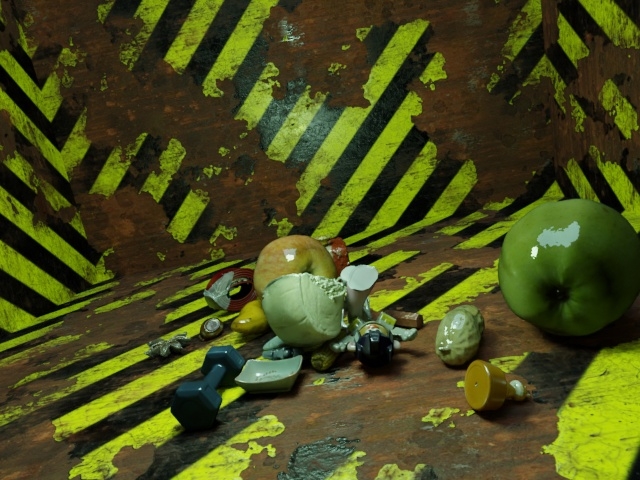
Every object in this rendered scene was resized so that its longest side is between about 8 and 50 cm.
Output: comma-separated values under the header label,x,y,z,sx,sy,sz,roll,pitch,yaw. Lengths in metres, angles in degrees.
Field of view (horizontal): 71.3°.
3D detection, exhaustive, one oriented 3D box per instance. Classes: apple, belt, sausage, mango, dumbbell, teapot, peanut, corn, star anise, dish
label,x,y,z,sx,sy,sz,roll,pitch,yaw
apple,0.828,0.095,1.501,0.473,0.474,0.473,-11,12,2
belt,-0.472,0.269,2.405,0.115,0.227,0.324,-5,13,42
sausage,0.331,0.317,1.815,0.169,0.065,0.065,-1,16,44
apple,-0.111,0.161,2.039,0.391,0.391,0.346,-19,9,-33
mango,-0.302,0.365,2.059,0.177,0.120,0.295,0,16,14
dumbbell,-0.368,0.482,1.497,0.144,0.160,0.325,21,16,2
teapot,-0.518,0.423,2.109,0.098,0.078,0.129,34,46,14
peanut,0.482,0.303,1.523,0.143,0.159,0.291,24,27,23
corn,0.042,0.403,1.654,0.080,0.080,0.231,-4,11,30
star anise,-0.684,0.482,2.012,0.208,0.063,0.172,-13,15,-24
dish,-0.170,0.469,1.536,0.212,0.077,0.151,-9,10,13

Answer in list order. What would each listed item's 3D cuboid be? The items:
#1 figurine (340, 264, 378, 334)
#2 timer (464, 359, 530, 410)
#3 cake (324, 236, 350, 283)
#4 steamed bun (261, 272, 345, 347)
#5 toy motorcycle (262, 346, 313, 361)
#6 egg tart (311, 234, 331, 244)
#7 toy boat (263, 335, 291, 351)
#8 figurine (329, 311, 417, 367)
label,x,y,z,sx,sy,sz,roll,pitch,yaw
figurine,0.150,0.249,1.852,0.206,0.316,0.284,-1,29,-12
timer,0.489,0.400,1.208,0.152,0.132,0.132,10,9,-8
cake,0.003,0.155,2.383,0.319,0.269,0.270,-9,12,2
steamed bun,-0.079,0.250,1.653,0.272,0.273,0.290,19,-39,-24
toy motorcycle,-0.121,0.425,1.652,0.193,0.061,0.124,-4,-22,17
egg tart,0.000,0.000,2.346,0.128,0.049,0.129,-11,7,1
toy boat,-0.095,0.382,1.831,0.319,0.092,0.141,-21,8,-32
figurine,0.191,0.353,1.581,0.308,0.143,0.308,-29,7,4
